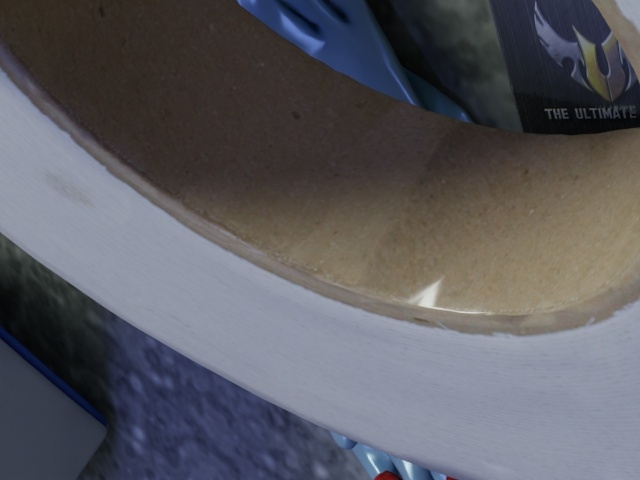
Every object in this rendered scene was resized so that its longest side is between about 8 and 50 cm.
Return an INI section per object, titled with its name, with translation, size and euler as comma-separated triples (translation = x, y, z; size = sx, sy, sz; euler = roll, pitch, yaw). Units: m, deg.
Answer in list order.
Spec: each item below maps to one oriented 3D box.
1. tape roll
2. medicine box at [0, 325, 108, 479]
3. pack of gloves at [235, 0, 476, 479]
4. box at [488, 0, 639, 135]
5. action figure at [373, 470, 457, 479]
[tape roll]
translation = 0.001, -0.066, 0.426
size = 0.392, 0.072, 0.392
euler = 25, 154, 13
[medicine box]
translation = -0.296, 0.038, 0.895
size = 0.289, 0.149, 0.263
euler = 29, 166, 32
[pack of gloves]
translation = 0.000, 0.000, 0.713
size = 0.232, 0.046, 0.195
euler = 50, 143, 11
[box]
translation = 0.168, -0.007, 0.509
size = 0.231, 0.056, 0.183
euler = 4, 117, 47
[action figure]
translation = 0.146, 0.177, 0.618
size = 0.280, 0.091, 0.139
euler = 20, 123, 33
